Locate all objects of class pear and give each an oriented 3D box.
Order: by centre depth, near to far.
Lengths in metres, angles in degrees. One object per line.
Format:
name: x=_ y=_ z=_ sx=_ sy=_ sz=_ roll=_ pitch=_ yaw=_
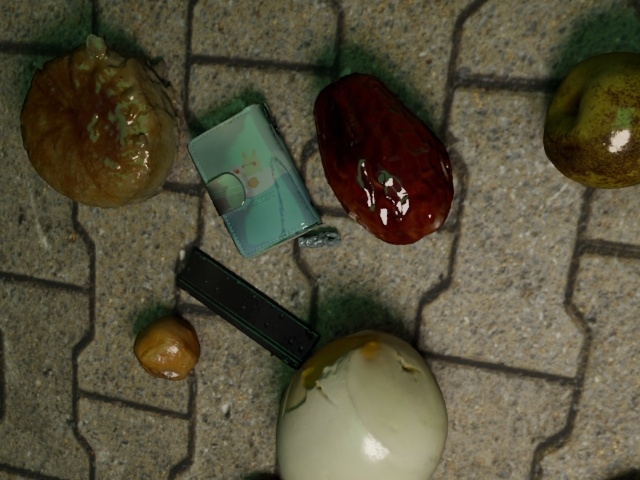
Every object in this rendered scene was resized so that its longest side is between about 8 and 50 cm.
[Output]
pear: x=0.439 y=-0.171 z=0.825 sx=0.197 sy=0.197 sz=0.197 roll=3 pitch=102 yaw=15

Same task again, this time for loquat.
loquat: x=-0.310 y=0.222 z=1.148 sx=0.137 sy=0.113 sz=0.137 roll=0 pitch=93 yaw=-9

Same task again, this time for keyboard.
keyboard: x=-0.150 y=0.140 z=1.130 sx=0.310 sy=0.018 sz=0.101 roll=34 pitch=106 yaw=7

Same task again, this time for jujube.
jujube: x=0.102 y=-0.133 z=0.922 sx=0.197 sy=0.197 sz=0.290 roll=-31 pitch=83 yaw=18

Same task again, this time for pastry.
pastry: x=-0.416 y=-0.207 z=1.072 sx=0.330 sy=0.136 sz=0.329 roll=3 pitch=101 yaw=13

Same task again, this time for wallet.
wallet: x=-0.123 y=-0.106 z=1.046 sx=0.176 sy=0.075 sz=0.250 roll=-25 pitch=93 yaw=15

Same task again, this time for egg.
egg: x=0.062 y=0.328 z=0.978 sx=0.283 sy=0.283 sz=0.345 roll=34 pitch=119 yaw=6

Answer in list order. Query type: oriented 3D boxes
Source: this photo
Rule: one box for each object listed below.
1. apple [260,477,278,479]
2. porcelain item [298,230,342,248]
apple: x=-0.116 y=0.547 z=1.162 sx=0.099 sy=0.102 sz=0.114 roll=35 pitch=100 yaw=-7
porcelain item: x=0.000 y=0.000 z=1.055 sx=0.083 sy=0.036 sz=0.028 roll=-2 pitch=132 yaw=21
